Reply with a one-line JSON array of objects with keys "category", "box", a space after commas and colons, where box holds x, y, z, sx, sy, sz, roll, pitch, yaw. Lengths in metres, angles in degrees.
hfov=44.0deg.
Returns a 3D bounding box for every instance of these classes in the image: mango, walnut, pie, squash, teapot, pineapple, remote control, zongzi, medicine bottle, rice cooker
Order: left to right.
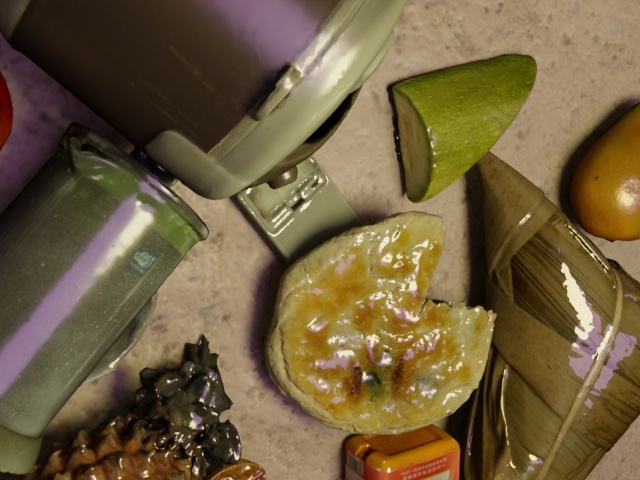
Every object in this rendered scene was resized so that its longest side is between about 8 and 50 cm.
[{"category": "teapot", "box": [-0.263, 0.057, 0.837, 0.337, 0.200, 0.270, -53, 149, -12]}, {"category": "pineapple", "box": [-0.204, 0.270, 0.915, 0.357, 0.222, 0.223, -50, 122, -33]}, {"category": "rice cooker", "box": [-0.097, -0.227, 0.762, 0.325, 0.335, 0.335, 38, 81, -18]}, {"category": "walnut", "box": [-0.129, 0.336, 1.046, 0.121, 0.052, 0.091, -41, 117, -19]}, {"category": "remote control", "box": [0.000, 0.000, 1.058, 0.123, 0.038, 0.285, -47, 118, -14]}, {"category": "pie", "box": [0.083, 0.124, 1.055, 0.337, 0.075, 0.338, -5, 107, -17]}, {"category": "medicine bottle", "box": [0.120, 0.392, 1.171, 0.149, 0.112, 0.222, -9, 105, -29]}, {"category": "squash", "box": [0.231, -0.164, 1.120, 0.252, 0.093, 0.170, -18, 108, -26]}, {"category": "zongzi", "box": [0.248, 0.186, 1.201, 0.467, 0.218, 0.500, 40, 91, -7]}, {"category": "mango", "box": [0.503, -0.103, 1.270, 0.254, 0.139, 0.176, -44, 126, -22]}]

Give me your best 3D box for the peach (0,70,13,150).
[{"category": "peach", "box": [-0.403, -0.164, 0.710, 0.267, 0.154, 0.159, 37, 91, -22]}]
